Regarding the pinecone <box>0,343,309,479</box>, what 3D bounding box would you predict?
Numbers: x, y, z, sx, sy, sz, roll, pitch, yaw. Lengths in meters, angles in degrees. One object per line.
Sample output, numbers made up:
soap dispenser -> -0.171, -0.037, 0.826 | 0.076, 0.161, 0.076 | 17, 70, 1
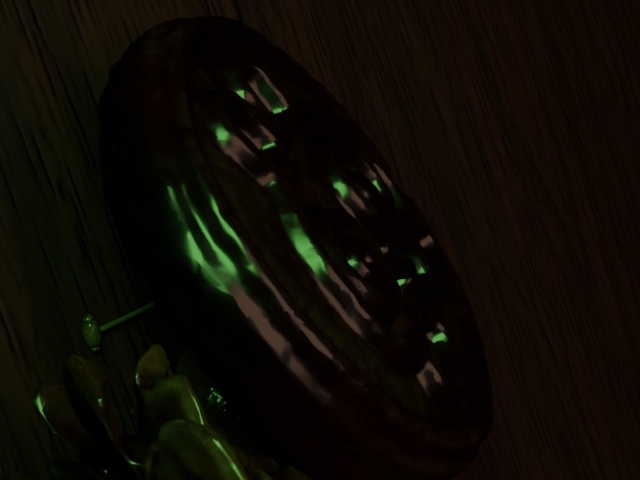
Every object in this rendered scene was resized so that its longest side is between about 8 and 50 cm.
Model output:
pinecone -> -0.123, 0.270, 0.667 | 0.384, 0.384, 0.384 | 12, 71, -41

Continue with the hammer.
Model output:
hammer -> -0.137, 0.053, 0.919 | 0.123, 0.014, 0.029 | -26, 106, -46

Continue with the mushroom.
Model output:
mushroom -> -0.064, 0.126, 0.933 | 0.127, 0.087, 0.127 | 42, 31, -33

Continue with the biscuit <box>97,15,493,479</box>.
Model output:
biscuit -> 0.000, 0.000, 0.891 | 0.407, 0.091, 0.407 | 44, 25, -27
